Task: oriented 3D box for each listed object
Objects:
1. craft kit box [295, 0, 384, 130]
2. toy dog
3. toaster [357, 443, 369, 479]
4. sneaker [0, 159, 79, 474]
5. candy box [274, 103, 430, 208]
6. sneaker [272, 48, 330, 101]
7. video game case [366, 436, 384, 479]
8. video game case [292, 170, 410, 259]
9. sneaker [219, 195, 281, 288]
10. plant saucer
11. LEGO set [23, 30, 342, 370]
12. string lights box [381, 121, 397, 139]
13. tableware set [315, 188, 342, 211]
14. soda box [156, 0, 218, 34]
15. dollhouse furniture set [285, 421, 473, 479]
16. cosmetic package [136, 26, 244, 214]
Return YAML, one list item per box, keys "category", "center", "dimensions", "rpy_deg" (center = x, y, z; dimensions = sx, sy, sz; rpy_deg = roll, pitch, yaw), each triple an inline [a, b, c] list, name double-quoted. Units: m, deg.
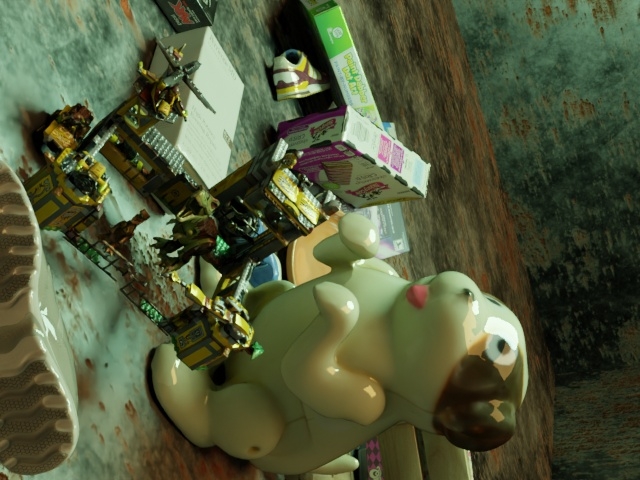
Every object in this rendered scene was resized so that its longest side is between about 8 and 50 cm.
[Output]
- category: "craft kit box"
  center: [0.030, -0.340, 1.757]
  dimensions: [0.246, 0.061, 0.250]
  rpy_deg: [-119, -174, -63]
- category: "toy dog"
  center: [0.054, 0.167, 1.184]
  dimensions: [0.284, 0.408, 0.395]
  rpy_deg: [-62, 136, -58]
- category: "toaster"
  center: [0.151, 0.450, 1.695]
  dimensions: [0.227, 0.129, 0.146]
  rpy_deg: [44, 44, -55]
- category: "sneaker"
  center: [-0.285, 0.065, 0.840]
  dimensions: [0.115, 0.105, 0.281]
  rpy_deg: [155, -77, -81]
- category: "candy box"
  center: [0.055, -0.136, 1.605]
  dimensions: [0.233, 0.159, 0.071]
  rpy_deg: [28, 64, -42]
- category: "sneaker"
  center: [-0.032, -0.303, 1.681]
  dimensions: [0.185, 0.069, 0.084]
  rpy_deg: [-47, 128, -66]
- category: "video game case"
  center: [0.160, 0.403, 1.570]
  dimensions: [0.210, 0.042, 0.232]
  rpy_deg: [12, 70, -45]
- category: "video game case"
  center: [0.062, -0.051, 1.738]
  dimensions: [0.274, 0.026, 0.196]
  rpy_deg: [-14, 93, -51]
- category: "sneaker"
  center: [-0.102, 0.005, 1.350]
  dimensions: [0.084, 0.058, 0.152]
  rpy_deg: [17, 60, -73]
- category: "plant saucer"
  center: [0.008, 0.045, 1.580]
  dimensions: [0.200, 0.037, 0.200]
  rpy_deg: [8, 79, -49]
- category: "LEGO set"
  center: [-0.125, -0.045, 0.992]
  dimensions: [0.331, 0.192, 0.255]
  rpy_deg: [51, 31, -13]
- category: "string lights box"
  center: [0.097, -0.174, 1.941]
  dimensions: [0.259, 0.077, 0.133]
  rpy_deg: [-14, 93, -69]
- category: "tableware set"
  center: [0.000, 0.000, 1.620]
  dimensions: [0.168, 0.020, 0.141]
  rpy_deg: [-38, 111, -45]
- category: "soda box"
  center: [-0.204, -0.361, 1.275]
  dimensions: [0.169, 0.060, 0.053]
  rpy_deg: [55, 32, -47]
- category: "dollhouse furniture set"
  center: [0.139, 0.306, 1.413]
  dimensions: [0.174, 0.355, 0.303]
  rpy_deg: [22, 59, -67]
- category: "cosmetic package"
  center: [-0.171, -0.158, 1.224]
  dimensions: [0.117, 0.085, 0.231]
  rpy_deg: [58, 31, -45]
